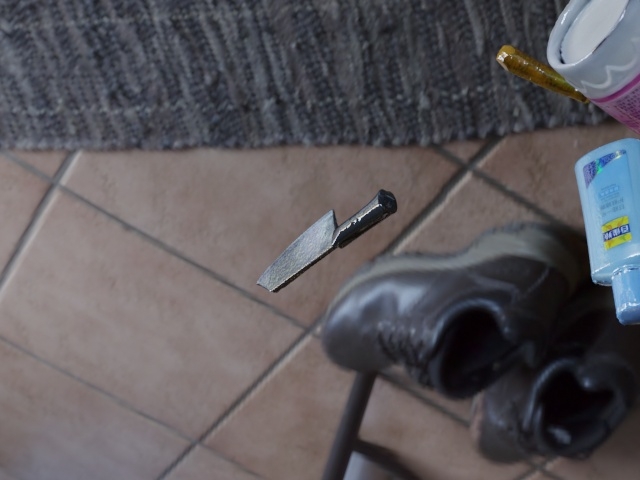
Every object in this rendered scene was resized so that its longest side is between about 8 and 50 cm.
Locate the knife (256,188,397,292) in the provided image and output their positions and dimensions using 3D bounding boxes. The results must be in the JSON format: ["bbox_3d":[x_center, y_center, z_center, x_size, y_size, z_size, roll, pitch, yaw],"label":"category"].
[{"bbox_3d":[0.000,0.000,1.381,0.028,0.060,0.230,24,133,-37],"label":"knife"}]

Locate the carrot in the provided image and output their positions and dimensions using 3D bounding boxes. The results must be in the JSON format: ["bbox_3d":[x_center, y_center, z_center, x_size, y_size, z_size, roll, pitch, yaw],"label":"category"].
[{"bbox_3d":[0.374,-0.275,1.952,0.170,0.042,0.042,25,138,0],"label":"carrot"}]

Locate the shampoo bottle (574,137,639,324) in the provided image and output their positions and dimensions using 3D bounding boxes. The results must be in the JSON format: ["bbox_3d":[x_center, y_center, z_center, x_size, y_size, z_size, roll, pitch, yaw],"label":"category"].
[{"bbox_3d":[0.401,-0.011,1.555,0.104,0.258,0.061,-25,140,32],"label":"shampoo bottle"}]

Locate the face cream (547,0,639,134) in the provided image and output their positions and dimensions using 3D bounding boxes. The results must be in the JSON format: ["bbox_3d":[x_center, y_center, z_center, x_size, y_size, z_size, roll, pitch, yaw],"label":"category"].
[{"bbox_3d":[0.436,-0.255,1.614,0.195,0.175,0.175,30,138,-20],"label":"face cream"}]
